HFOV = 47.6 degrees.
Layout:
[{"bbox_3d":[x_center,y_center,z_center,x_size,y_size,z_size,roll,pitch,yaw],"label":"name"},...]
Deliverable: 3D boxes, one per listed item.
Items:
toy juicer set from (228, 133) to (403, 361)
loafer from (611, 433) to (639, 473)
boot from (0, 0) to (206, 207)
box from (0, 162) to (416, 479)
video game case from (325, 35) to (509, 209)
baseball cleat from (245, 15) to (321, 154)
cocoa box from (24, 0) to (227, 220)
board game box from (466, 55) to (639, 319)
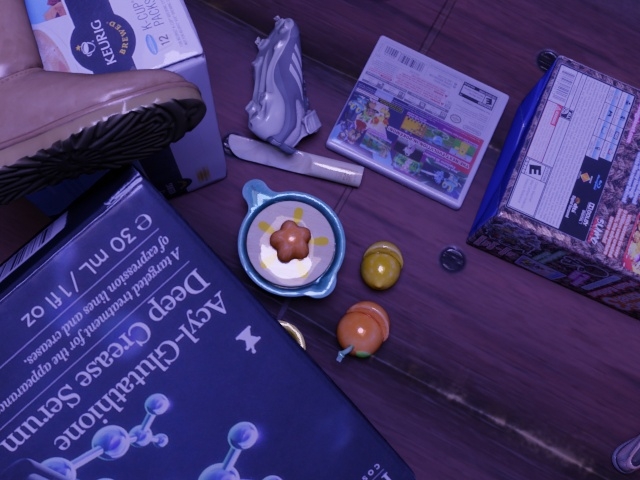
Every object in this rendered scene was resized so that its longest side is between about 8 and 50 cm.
[{"bbox_3d":[0.000,0.000,0.916,0.209,0.089,0.329,-6,76,-6],"label":"toy juicer set"},{"bbox_3d":[0.425,0.250,0.913,0.125,0.039,0.045,-34,81,-11],"label":"loafer"},{"bbox_3d":[-0.245,-0.181,0.585,0.236,0.089,0.270,-20,79,-7],"label":"boot"},{"bbox_3d":[-0.159,0.166,0.706,0.293,0.212,0.395,-43,110,-6],"label":"box"},{"bbox_3d":[0.135,-0.164,1.001,0.201,0.023,0.184,26,76,1],"label":"video game case"},{"bbox_3d":[-0.045,-0.203,0.980,0.109,0.072,0.206,34,52,-34],"label":"baseball cleat"},{"bbox_3d":[-0.256,-0.181,0.807,0.227,0.347,0.232,-22,79,-8],"label":"cocoa box"},{"bbox_3d":[0.375,-0.055,0.931,0.290,0.141,0.232,25,76,2],"label":"board game box"}]
